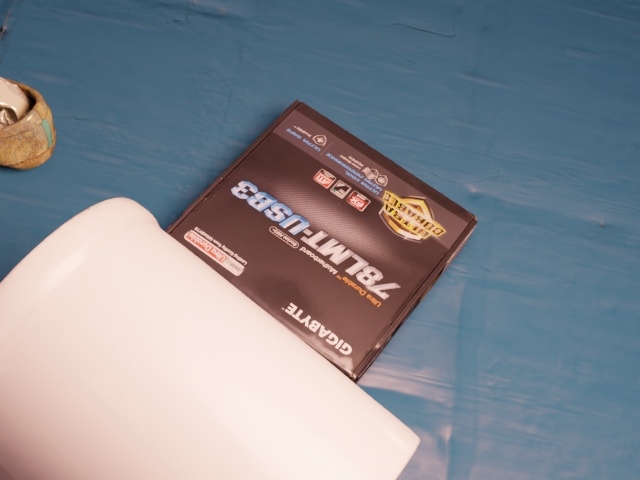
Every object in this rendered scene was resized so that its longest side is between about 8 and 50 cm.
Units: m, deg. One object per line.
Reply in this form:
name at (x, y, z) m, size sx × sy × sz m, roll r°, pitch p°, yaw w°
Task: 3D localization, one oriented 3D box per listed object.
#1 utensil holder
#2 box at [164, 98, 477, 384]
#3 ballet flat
utensil holder at (-0.140, 0.198, 1.146) m, size 0.385 × 0.327 × 0.327 m, roll 36°, pitch 58°, yaw 8°
box at (0.000, 0.000, 1.451) m, size 0.295 × 0.073 × 0.293 m, roll 36°, pitch 57°, yaw 11°
ballet flat at (-0.494, -0.192, 1.431) m, size 0.348 × 0.123 × 0.123 m, roll 20°, pitch 56°, yaw 0°
